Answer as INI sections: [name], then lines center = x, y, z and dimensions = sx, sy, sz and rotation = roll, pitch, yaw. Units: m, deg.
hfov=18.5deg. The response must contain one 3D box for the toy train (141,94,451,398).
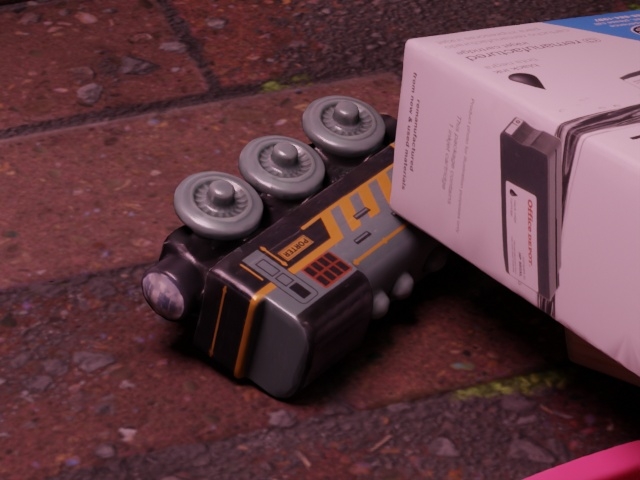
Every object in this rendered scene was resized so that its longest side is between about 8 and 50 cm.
[toy train]
center = 0.000, 0.000, 1.718
dimensions = 0.190, 0.142, 0.334
rotation = 36, 45, 20

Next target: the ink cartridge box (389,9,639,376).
[ink cartridge box]
center = 0.282, -0.044, 1.564
dimensions = 0.285, 0.166, 0.395
rotation = -10, 27, -29

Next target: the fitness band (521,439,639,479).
[fitness band]
center = 0.242, 0.238, 1.465
dimensions = 0.291, 0.054, 0.209
rotation = -15, 40, -23

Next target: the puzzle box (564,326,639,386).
[puzzle box]
center = 0.434, 0.078, 1.597
dimensions = 0.272, 0.052, 0.409
rotation = -25, 27, -30
